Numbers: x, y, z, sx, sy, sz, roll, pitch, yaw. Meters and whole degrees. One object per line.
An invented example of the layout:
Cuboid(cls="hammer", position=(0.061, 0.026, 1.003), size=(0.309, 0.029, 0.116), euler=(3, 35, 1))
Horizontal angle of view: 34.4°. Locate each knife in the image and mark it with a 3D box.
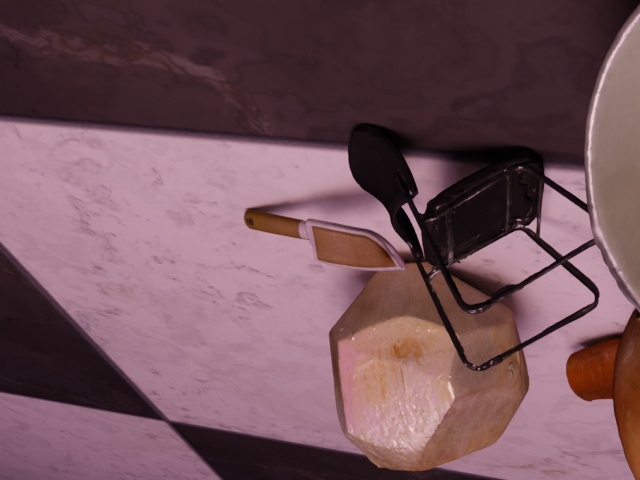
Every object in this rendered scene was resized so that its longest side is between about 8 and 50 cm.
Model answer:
Cuboid(cls="knife", position=(0.001, 0.000, 1.042), size=(0.022, 0.046, 0.256), euler=(-18, -162, -34))

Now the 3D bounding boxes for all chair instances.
Cuboid(cls="chair", position=(0.138, -0.021, 0.938), size=(0.145, 0.221, 0.140), euler=(-29, 150, -8))

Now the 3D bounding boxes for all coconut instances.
Cuboid(cls="coconut", position=(0.117, 0.132, 1.149), size=(0.237, 0.236, 0.197), euler=(-1, -170, 30))

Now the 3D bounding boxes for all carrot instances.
Cuboid(cls="carrot", position=(0.362, 0.141, 1.148), size=(0.087, 0.087, 0.193), euler=(34, 151, -33))

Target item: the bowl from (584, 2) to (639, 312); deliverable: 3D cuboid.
Cuboid(cls="bowl", position=(0.332, -0.053, 0.623), size=(0.307, 0.163, 0.307), euler=(26, 130, 36))

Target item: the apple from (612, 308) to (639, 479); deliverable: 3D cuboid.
Cuboid(cls="apple", position=(0.412, 0.128, 0.820), size=(0.339, 0.338, 0.305), euler=(21, 149, -11))
